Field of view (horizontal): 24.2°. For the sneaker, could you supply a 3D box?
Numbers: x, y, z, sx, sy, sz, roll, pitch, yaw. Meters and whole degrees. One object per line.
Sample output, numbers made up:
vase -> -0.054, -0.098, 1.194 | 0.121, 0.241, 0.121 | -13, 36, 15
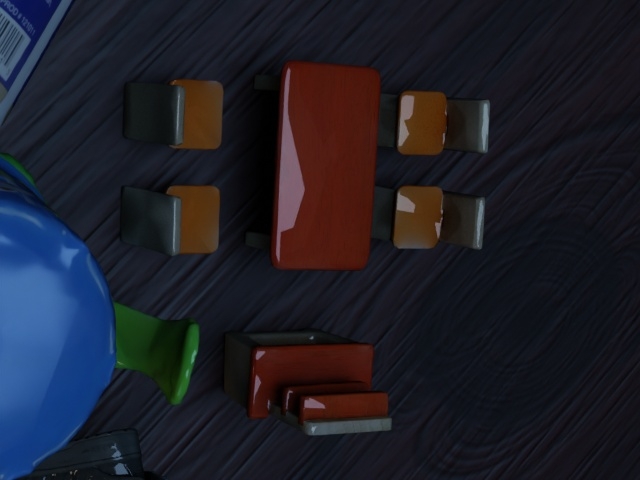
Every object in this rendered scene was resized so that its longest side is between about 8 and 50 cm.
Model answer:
sneaker -> -0.164, 0.177, 0.980 | 0.170, 0.051, 0.089 | -15, 84, 12

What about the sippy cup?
sippy cup -> -0.237, 0.046, 0.921 | 0.305, 0.224, 0.240 | -26, 109, -24

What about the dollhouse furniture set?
dollhouse furniture set -> 0.000, 0.000, 1.091 | 0.262, 0.135, 0.259 | 0, 97, -28

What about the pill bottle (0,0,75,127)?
pill bottle -> -0.205, -0.202, 0.908 | 0.153, 0.153, 0.264 | 36, 73, -27
